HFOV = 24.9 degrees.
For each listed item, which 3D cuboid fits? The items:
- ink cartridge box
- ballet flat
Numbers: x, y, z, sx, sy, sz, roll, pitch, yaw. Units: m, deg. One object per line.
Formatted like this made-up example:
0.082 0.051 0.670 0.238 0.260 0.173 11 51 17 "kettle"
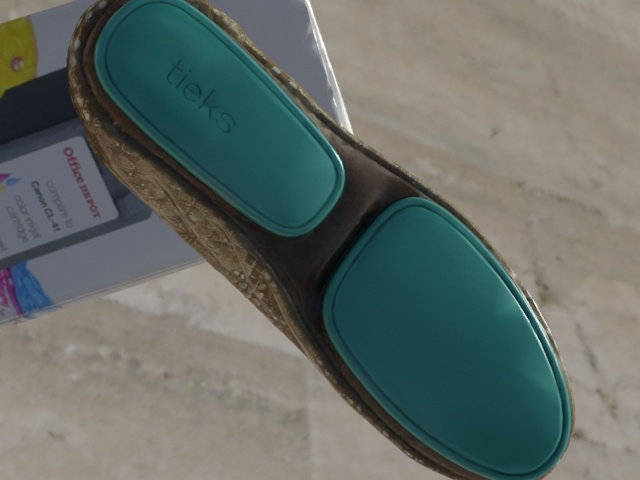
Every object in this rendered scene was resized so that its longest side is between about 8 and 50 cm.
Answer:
-0.147 -0.033 0.703 0.306 0.226 0.131 -19 96 -3 "ink cartridge box"
0.000 0.000 0.471 0.073 0.067 0.206 -45 100 -15 "ballet flat"
